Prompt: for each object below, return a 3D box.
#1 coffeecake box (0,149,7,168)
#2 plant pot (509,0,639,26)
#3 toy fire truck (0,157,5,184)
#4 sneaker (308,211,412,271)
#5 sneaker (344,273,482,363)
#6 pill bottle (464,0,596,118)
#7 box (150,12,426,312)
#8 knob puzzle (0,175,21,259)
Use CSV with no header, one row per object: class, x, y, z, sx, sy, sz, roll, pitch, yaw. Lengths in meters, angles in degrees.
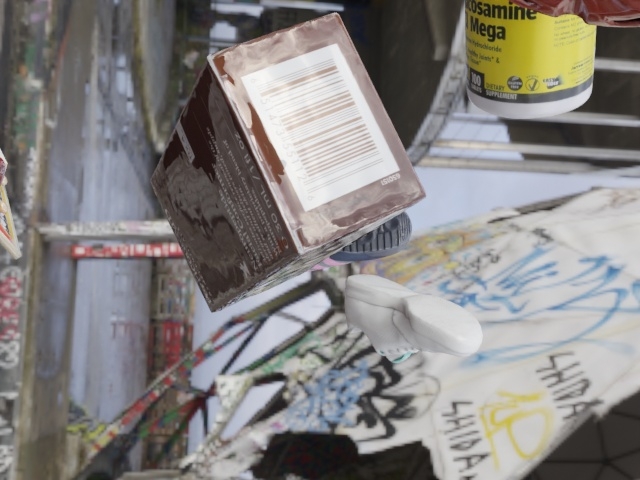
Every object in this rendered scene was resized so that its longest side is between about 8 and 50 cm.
coffeecake box,-0.658,-0.132,1.567,0.185,0.068,0.142,47,-59,43
plant pot,0.281,-0.365,0.801,0.272,0.273,0.265,-163,-90,-83
toy fire truck,-0.465,0.004,0.843,0.302,0.169,0.253,-44,-163,58
sneaker,0.000,0.000,1.351,0.131,0.319,0.112,59,37,-56
sneaker,0.108,0.113,1.019,0.212,0.080,0.094,23,-70,49
pill bottle,0.301,-0.360,1.200,0.188,0.188,0.333,-99,-179,-60
box,-0.060,-0.057,0.874,0.191,0.143,0.381,64,-20,4
knob puzzle,-0.487,-0.092,1.201,0.213,0.030,0.213,64,-4,7
